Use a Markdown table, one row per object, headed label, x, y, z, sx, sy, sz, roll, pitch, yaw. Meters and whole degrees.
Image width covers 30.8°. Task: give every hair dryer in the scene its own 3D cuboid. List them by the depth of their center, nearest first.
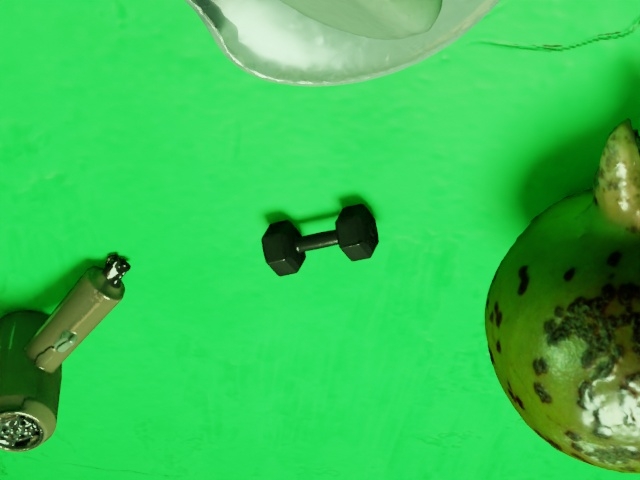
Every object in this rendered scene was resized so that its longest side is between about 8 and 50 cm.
| label | x | y | z | sx | sy | sz | roll | pitch | yaw |
| --- | --- | --- | --- | --- | --- | --- | --- | --- | --- |
| hair dryer | -0.210 | 0.077 | 0.932 | 0.064 | 0.117 | 0.181 | 29 | 120 | -27 |

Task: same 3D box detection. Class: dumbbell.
| label | x | y | z | sx | sy | sz | roll | pitch | yaw |
| --- | --- | --- | --- | --- | --- | --- | --- | --- | --- |
| dumbbell | 0.000 | 0.000 | 0.831 | 0.083 | 0.040 | 0.036 | -12 | 174 | 23 |

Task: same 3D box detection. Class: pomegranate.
| label | x | y | z | sx | sy | sz | roll | pitch | yaw |
| --- | --- | --- | --- | --- | --- | --- | --- | --- | --- |
| pomegranate | 0.215 | 0.030 | 0.742 | 0.198 | 0.198 | 0.246 | 16 | 104 | -15 |

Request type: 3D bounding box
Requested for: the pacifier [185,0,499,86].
| label | x | y | z | sx | sy | sz | roll | pitch | yaw |
| --- | --- | --- | --- | --- | --- | --- | --- | --- | --- |
| pacifier | -0.006 | -0.156 | 0.463 | 0.279 | 0.207 | 0.227 | 29 | 122 | -30 |
